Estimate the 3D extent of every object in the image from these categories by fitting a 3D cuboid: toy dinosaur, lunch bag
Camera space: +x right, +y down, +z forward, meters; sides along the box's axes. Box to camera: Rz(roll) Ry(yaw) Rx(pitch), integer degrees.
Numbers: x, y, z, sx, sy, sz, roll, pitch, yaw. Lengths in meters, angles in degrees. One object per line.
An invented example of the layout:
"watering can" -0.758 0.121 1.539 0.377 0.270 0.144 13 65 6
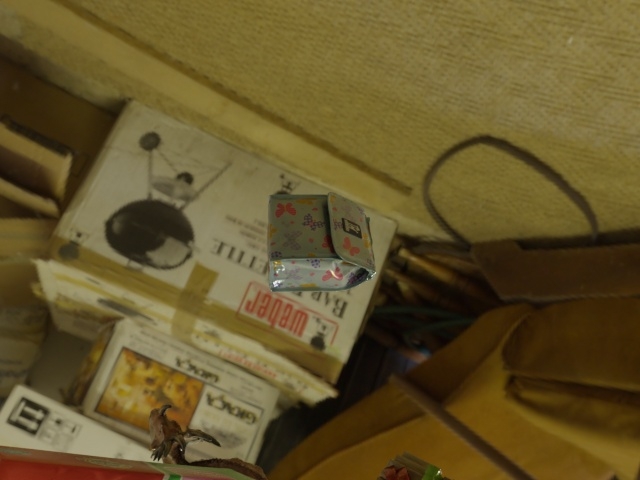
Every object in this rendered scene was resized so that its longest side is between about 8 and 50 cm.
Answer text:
"toy dinosaur" -0.153 0.373 1.248 0.296 0.200 0.127 8 -170 10
"lunch bag" 0.000 0.000 0.638 0.083 0.071 0.053 2 140 -5

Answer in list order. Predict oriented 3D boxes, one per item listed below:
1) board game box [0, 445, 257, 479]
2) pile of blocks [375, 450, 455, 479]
"board game box" -0.212 0.335 0.779 0.064 0.242 0.316 4 167 43
"pile of blocks" 0.228 0.506 1.446 0.362 0.149 0.112 49 169 41
